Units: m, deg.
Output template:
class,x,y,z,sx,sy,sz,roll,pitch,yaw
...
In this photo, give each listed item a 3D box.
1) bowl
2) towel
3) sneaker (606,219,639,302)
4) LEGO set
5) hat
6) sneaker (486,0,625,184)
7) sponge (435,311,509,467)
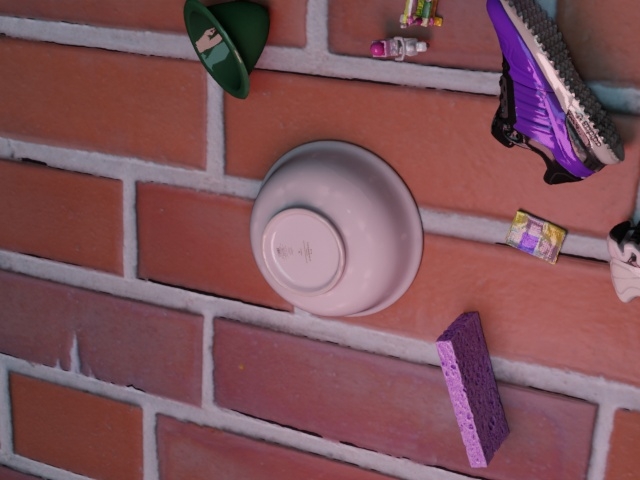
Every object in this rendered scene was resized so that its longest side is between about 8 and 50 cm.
class,x,y,z,sx,sy,sz,roll,pitch,yaw
bowl,0.000,0.000,1.753,0.298,0.134,0.297,8,110,24
towel,0.319,-0.004,1.658,0.083,0.009,0.060,27,118,17
sneaker,0.534,0.053,1.521,0.292,0.110,0.118,13,120,32
LEGO set,0.105,-0.398,1.580,0.132,0.107,0.286,-5,104,28
hat,-0.094,-0.347,1.750,0.173,0.184,0.208,51,163,11
sneaker,0.286,-0.202,1.556,0.146,0.102,0.293,-31,91,32
sponge,0.234,0.227,1.716,0.031,0.117,0.210,-10,102,31
